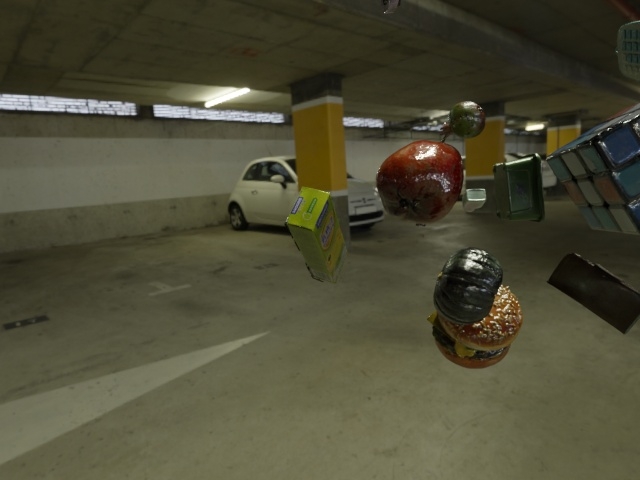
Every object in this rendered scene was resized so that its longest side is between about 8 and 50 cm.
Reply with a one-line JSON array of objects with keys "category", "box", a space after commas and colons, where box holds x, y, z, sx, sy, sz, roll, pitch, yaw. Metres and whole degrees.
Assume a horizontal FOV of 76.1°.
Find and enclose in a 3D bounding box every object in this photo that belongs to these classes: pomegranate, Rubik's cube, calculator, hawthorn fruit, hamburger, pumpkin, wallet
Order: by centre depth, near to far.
[{"category": "pumpkin", "box": [0.409, 0.125, 1.141, 0.161, 0.221, 0.220, 19, 15, 14]}, {"category": "wallet", "box": [0.829, 0.148, 1.225, 0.031, 0.137, 0.255, -2, 34, -36]}, {"category": "hamburger", "box": [0.516, 0.264, 1.364, 0.290, 0.225, 0.291, -5, 43, 5]}, {"category": "Rubik's cube", "box": [1.065, -0.250, 1.381, 0.362, 0.359, 0.363, -34, -3, 6]}, {"category": "pomegranate", "box": [0.495, -0.404, 1.411, 0.129, 0.129, 0.159, -5, -14, -10]}, {"category": "hawthorn fruit", "box": [0.363, -0.233, 1.423, 0.284, 0.285, 0.369, 8, 57, 52]}, {"category": "calculator", "box": [1.341, -0.760, 1.653, 0.054, 0.256, 0.386, -24, 28, 4]}]

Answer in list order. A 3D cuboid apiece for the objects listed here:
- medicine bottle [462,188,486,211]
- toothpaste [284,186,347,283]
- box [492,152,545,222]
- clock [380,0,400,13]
[{"category": "medicine bottle", "box": [0.602, -0.157, 1.616, 0.074, 0.055, 0.118, -3, -18, 7]}, {"category": "toothpaste", "box": [0.000, 0.000, 1.074, 0.077, 0.110, 0.327, 17, -24, 20]}, {"category": "box", "box": [0.966, -0.249, 2.008, 0.177, 0.329, 0.253, -5, 5, 9]}, {"category": "clock", "box": [0.263, -0.918, 1.478, 0.064, 0.172, 0.198, -10, -28, 1]}]
